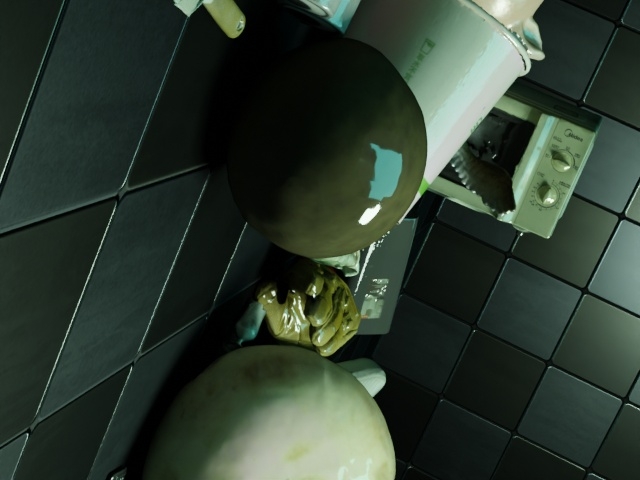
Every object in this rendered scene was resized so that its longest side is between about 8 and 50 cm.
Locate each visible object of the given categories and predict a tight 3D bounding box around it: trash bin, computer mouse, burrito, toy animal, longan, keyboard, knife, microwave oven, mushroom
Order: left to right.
[{"bbox_3d":[-0.285,0.359,1.632,0.155,0.010,0.053,-65,169,9],"label":"keyboard"},{"bbox_3d":[-0.105,-0.211,1.094,0.047,0.017,0.298,-58,171,-1],"label":"knife"},{"bbox_3d":[-0.066,0.331,1.786,0.353,0.325,0.353,18,90,-82],"label":"mushroom"},{"bbox_3d":[-0.029,0.261,2.085,0.197,0.095,0.331,-30,164,38],"label":"computer mouse"},{"bbox_3d":[-0.001,-0.003,1.876,0.066,0.096,0.309,-54,162,2],"label":"burrito"},{"bbox_3d":[0.011,-0.104,1.399,0.248,0.248,0.248,-61,170,-19],"label":"longan"},{"bbox_3d":[0.071,0.020,2.171,0.165,0.115,0.225,56,-44,51],"label":"trash bin"},{"bbox_3d":[0.206,-0.155,1.969,0.197,0.272,0.160,-59,146,-10],"label":"toy animal"},{"bbox_3d":[0.270,-0.166,2.186,0.286,0.355,0.218,-37,149,-73],"label":"microwave oven"},{"bbox_3d":[0.258,-0.414,1.999,0.326,0.237,0.269,91,15,-74],"label":"toy animal"}]

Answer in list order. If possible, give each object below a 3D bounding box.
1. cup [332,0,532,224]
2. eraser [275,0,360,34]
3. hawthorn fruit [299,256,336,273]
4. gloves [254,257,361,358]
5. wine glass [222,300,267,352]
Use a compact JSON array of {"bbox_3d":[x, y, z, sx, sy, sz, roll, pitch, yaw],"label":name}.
[{"bbox_3d":[0.094,-0.178,1.623,0.274,0.253,0.253,-58,170,-3],"label":"cup"},{"bbox_3d":[0.045,-0.364,1.307,0.290,0.087,0.171,-65,168,0],"label":"eraser"},{"bbox_3d":[-0.012,0.059,2.120,0.077,0.077,0.077,-61,170,-19],"label":"hawthorn fruit"},{"bbox_3d":[-0.016,0.113,2.012,0.141,0.154,0.331,-43,169,-20],"label":"gloves"},{"bbox_3d":[-0.111,0.129,1.895,0.042,0.039,0.083,-40,-160,56],"label":"wine glass"}]
